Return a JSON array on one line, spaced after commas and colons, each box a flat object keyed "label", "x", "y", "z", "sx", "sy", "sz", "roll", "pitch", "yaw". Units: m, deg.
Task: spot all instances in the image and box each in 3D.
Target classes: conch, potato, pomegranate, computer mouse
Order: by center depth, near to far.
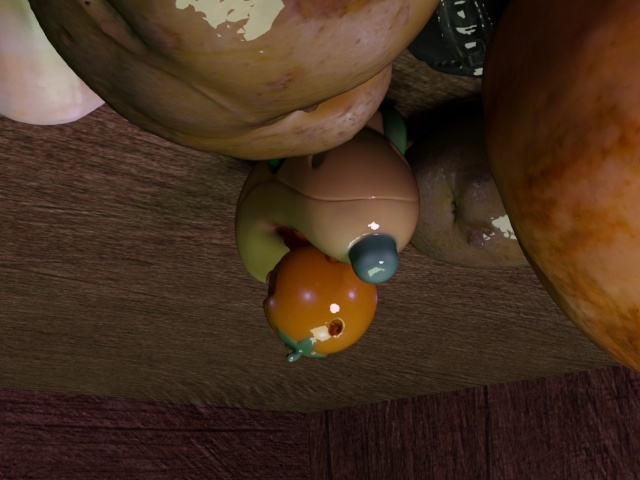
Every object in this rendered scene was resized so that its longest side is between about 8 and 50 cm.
[{"label": "potato", "x": -0.042, "y": -0.147, "z": 0.706, "sx": 0.218, "sy": 0.203, "sz": 0.351, "roll": -14, "pitch": 161, "yaw": -12}, {"label": "conch", "x": -0.186, "y": -0.174, "z": 0.813, "sx": 0.158, "sy": 0.127, "sz": 0.255, "roll": -15, "pitch": 141, "yaw": -11}, {"label": "pomegranate", "x": 0.271, "y": -0.071, "z": 0.914, "sx": 0.338, "sy": 0.338, "sz": 0.338, "roll": -4, "pitch": 167, "yaw": -1}, {"label": "computer mouse", "x": 0.112, "y": -0.159, "z": 1.025, "sx": 0.105, "sy": 0.062, "sz": 0.192, "roll": -8, "pitch": 167, "yaw": 15}, {"label": "potato", "x": 0.180, "y": -0.050, "z": 1.319, "sx": 0.251, "sy": 0.159, "sz": 0.174, "roll": -1, "pitch": -161, "yaw": 44}]

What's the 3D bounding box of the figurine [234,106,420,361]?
[{"label": "figurine", "x": 0.000, "y": 0.000, "z": 1.316, "sx": 0.124, "sy": 0.222, "sz": 0.324, "roll": -2, "pitch": 166, "yaw": -20}]
